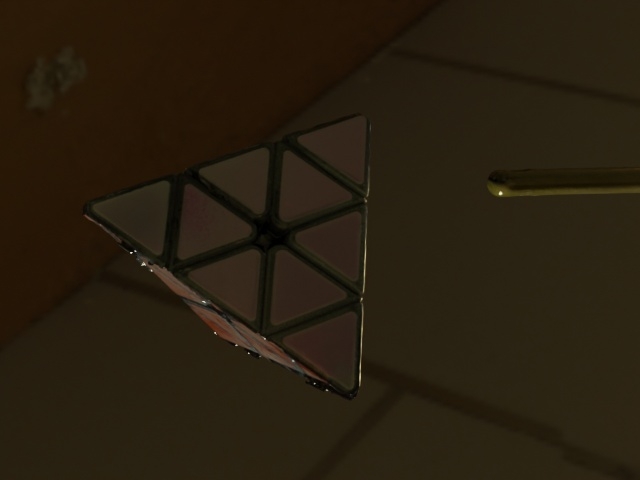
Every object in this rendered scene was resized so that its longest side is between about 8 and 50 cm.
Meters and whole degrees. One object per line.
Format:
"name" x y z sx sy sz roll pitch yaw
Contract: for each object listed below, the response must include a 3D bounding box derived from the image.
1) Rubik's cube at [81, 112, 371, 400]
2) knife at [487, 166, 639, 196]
"Rubik's cube" 0.000 0.000 0.993 0.190 0.211 0.178 33 -98 30
"knife" 0.246 -0.039 0.912 0.298 0.017 0.047 -2 -179 -16
